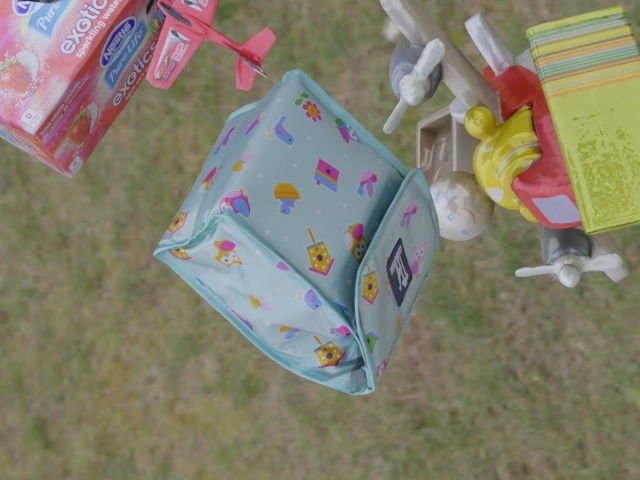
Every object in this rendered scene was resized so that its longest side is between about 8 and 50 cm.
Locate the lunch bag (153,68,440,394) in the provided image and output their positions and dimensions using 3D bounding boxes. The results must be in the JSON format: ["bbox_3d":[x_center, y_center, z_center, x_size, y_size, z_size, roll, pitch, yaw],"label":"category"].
[{"bbox_3d":[0.000,0.000,1.570,0.160,0.262,0.223,-31,25,46],"label":"lunch bag"}]

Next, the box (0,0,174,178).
[{"bbox_3d":[-0.293,-0.251,1.892,0.154,0.142,0.300,30,78,20],"label":"box"}]

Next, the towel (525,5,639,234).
[{"bbox_3d":[0.274,-0.118,1.514,0.021,0.102,0.237,71,-173,-63],"label":"towel"}]

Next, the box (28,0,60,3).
[{"bbox_3d":[-0.309,-0.353,1.473,0.076,0.307,0.242,-14,93,13],"label":"box"}]

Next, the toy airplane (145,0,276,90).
[{"bbox_3d":[-0.105,-0.201,1.513,0.151,0.028,0.151,6,105,23],"label":"toy airplane"}]

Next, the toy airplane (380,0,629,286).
[{"bbox_3d":[0.227,-0.118,1.930,0.272,0.384,0.386,-44,70,2],"label":"toy airplane"}]

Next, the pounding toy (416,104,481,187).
[{"bbox_3d":[0.186,-0.080,2.210,0.206,0.094,0.181,156,116,-67],"label":"pounding toy"}]
